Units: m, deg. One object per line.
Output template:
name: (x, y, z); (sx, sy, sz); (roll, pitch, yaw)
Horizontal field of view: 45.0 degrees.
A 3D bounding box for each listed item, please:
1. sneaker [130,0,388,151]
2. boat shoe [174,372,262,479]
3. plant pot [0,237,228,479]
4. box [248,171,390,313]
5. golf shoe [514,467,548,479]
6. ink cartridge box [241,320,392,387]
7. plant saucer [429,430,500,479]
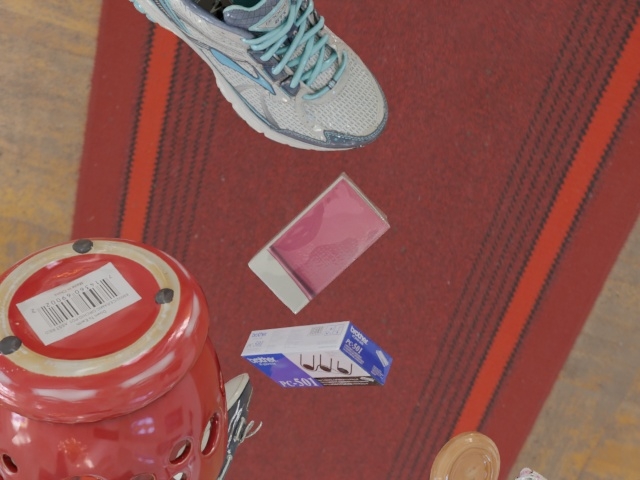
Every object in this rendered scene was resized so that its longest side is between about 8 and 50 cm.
sneaker: (-0.049, -0.166, 0.630); (0.283, 0.122, 0.110); (35, 84, -22)
boat shoe: (-0.157, 0.313, 1.258); (0.095, 0.254, 0.079); (-36, 103, 23)
plant pot: (-0.166, 0.109, 0.592); (0.191, 0.191, 0.174); (10, 133, 3)
box: (0.000, 0.000, 1.401); (0.232, 0.148, 0.127); (-43, 94, 8)
golf shoe: (0.255, 0.325, 0.947); (0.067, 0.186, 0.086); (-23, 69, 13)
ink cartridge box: (-0.008, 0.163, 1.083); (0.207, 0.046, 0.097); (-12, 135, 46)
plant saucer: (0.146, 0.231, 0.765); (0.083, 0.013, 0.084); (-6, 102, -27)
